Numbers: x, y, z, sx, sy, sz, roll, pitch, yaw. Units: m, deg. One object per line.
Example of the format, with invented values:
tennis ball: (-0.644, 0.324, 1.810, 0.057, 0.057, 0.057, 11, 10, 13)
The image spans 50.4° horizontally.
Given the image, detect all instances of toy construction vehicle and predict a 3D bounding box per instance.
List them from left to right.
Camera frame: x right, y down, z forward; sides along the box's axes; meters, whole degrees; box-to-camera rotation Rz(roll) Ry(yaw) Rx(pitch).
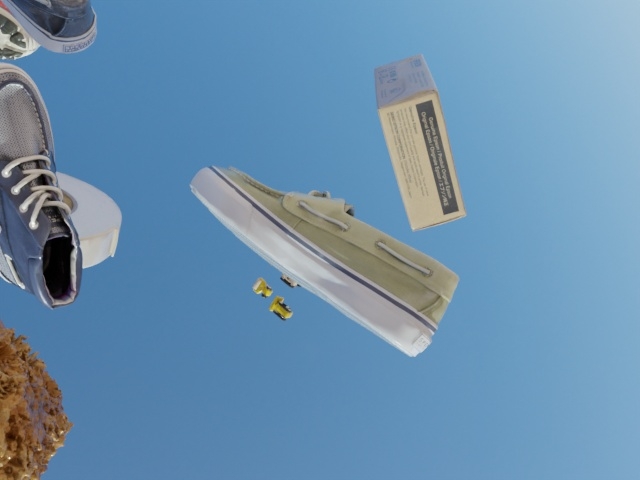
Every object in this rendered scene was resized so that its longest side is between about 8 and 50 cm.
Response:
toy construction vehicle: (-0.074, 0.091, 1.278, 0.098, 0.086, 0.035, 36, -168, 28)

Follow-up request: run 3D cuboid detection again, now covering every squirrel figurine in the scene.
squirrel figurine: (-0.441, 0.119, 0.774, 0.397, 0.370, 0.281, 36, -135, 2)

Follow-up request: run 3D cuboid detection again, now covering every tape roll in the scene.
tape roll: (-0.592, -0.057, 1.340, 0.392, 0.072, 0.392, 17, -161, -6)

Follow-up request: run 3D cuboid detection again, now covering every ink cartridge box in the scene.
ink cartridge box: (0.147, -0.156, 1.027, 0.235, 0.088, 0.193, -85, -23, -62)

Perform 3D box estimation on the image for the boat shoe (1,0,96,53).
boat shoe: (-0.385, -0.354, 0.804, 0.301, 0.102, 0.108, 45, -117, 6)

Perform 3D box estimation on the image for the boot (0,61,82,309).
boot: (-0.228, -0.041, 0.545, 0.069, 0.086, 0.190, -24, -54, -42)

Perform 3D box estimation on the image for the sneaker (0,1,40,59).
sneaker: (-0.593, -0.401, 1.128, 0.279, 0.107, 0.118, 35, -149, -13)

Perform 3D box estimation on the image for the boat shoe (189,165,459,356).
boat shoe: (0.000, 0.000, 0.697, 0.302, 0.094, 0.109, 34, 171, 16)
